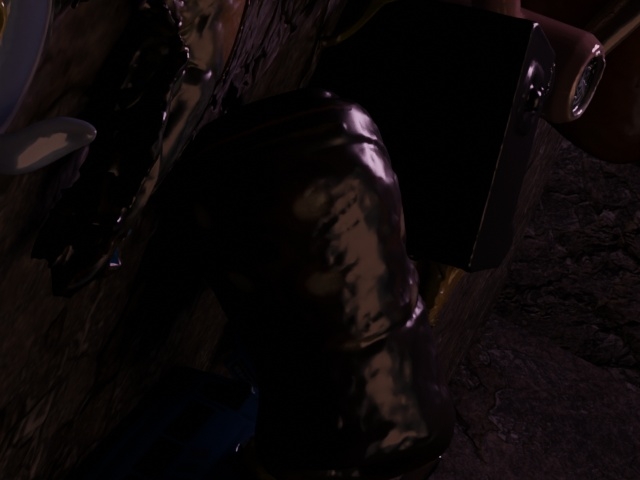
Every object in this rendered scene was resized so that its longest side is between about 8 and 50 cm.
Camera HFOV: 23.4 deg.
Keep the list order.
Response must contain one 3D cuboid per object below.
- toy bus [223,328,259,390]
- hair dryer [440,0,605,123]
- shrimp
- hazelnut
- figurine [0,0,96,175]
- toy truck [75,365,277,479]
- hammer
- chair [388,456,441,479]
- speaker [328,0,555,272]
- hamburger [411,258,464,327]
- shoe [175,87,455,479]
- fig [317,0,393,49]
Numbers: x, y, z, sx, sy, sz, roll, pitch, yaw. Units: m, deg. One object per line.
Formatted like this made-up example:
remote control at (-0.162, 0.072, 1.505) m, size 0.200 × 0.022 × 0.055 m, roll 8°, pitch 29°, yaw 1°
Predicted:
toy bus at (-0.001, 0.093, 1.610) m, size 0.134 × 0.113 × 0.246 m, roll -38°, pitch 175°, yaw 16°
hair dryer at (0.189, -0.261, 1.569) m, size 0.106 × 0.189 × 0.344 m, roll -56°, pitch 157°, yaw -22°
shrimp at (-0.108, -0.101, 0.897) m, size 0.290 × 0.054 × 0.222 m, roll -66°, pitch 169°, yaw -1°
hazelnut at (0.384, -0.281, 1.964) m, size 0.365 × 0.366 × 0.366 m, roll -58°, pitch 168°, yaw -21°
figurine at (-0.156, -0.090, 0.567) m, size 0.184 × 0.128 × 0.208 m, roll -15°, pitch 124°, yaw -71°
toy truck at (-0.141, 0.259, 1.305) m, size 0.385 × 0.162 × 0.161 m, roll -49°, pitch 162°, yaw -53°
hammer at (0.238, -0.157, 1.756) m, size 0.440 × 0.168 × 0.044 m, roll -45°, pitch -159°, yaw -5°
chair at (-0.083, 0.352, 1.567) m, size 0.416 × 0.241 × 0.203 m, roll -52°, pitch 166°, yaw -46°
speaker at (0.110, -0.096, 1.465) m, size 0.254 × 0.184 × 0.232 m, roll 5°, pitch 101°, yaw -77°
hamburger at (0.113, -0.001, 1.889) m, size 0.211 × 0.132 × 0.308 m, roll -52°, pitch 164°, yaw -39°
shoe at (0.002, 0.064, 1.202) m, size 0.384 × 0.171 × 0.237 m, roll 79°, pitch -5°, yaw -62°
fig at (0.054, -0.237, 1.307) m, size 0.166 × 0.093 × 0.093 m, roll -35°, pitch -170°, yaw 43°
